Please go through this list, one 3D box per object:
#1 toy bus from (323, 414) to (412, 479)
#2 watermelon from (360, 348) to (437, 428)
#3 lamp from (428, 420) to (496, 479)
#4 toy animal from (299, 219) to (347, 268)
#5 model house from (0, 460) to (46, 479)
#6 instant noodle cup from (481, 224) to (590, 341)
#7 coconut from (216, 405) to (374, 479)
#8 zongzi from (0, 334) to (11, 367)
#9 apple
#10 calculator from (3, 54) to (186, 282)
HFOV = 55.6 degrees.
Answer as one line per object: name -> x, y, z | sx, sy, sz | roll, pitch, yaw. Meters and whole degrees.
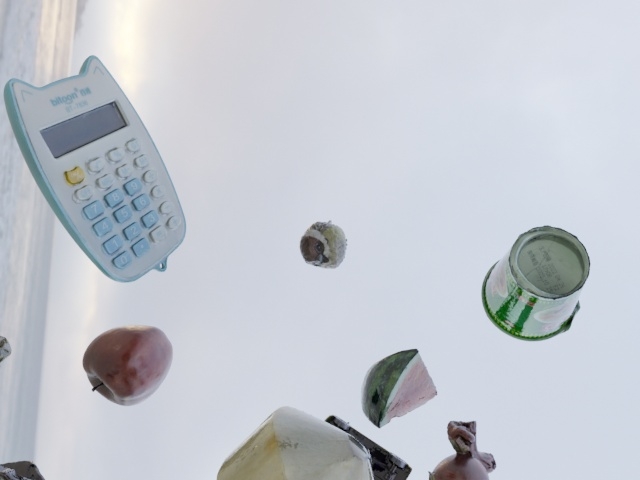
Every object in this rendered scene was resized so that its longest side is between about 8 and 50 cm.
toy bus -> 0.132, 0.729, 2.057 | 0.145, 0.331, 0.151 | -57, 173, -7
watermelon -> 0.181, 0.323, 1.419 | 0.136, 0.202, 0.207 | 42, -69, 33
lamp -> 0.355, 0.602, 1.560 | 0.151, 0.215, 0.223 | -16, -154, 27
toy animal -> 0.000, 0.000, 1.229 | 0.137, 0.098, 0.098 | -109, -147, -51
model house -> -0.585, 0.424, 1.072 | 0.152, 0.166, 0.106 | 60, 15, -54
instant noodle cup -> 0.438, 0.079, 1.212 | 0.232, 0.207, 0.206 | 71, 13, -66
coconut -> -0.038, 0.478, 1.166 | 0.323, 0.323, 0.322 | -175, -90, -66
zongzi -> -0.467, 0.219, 0.649 | 0.248, 0.111, 0.241 | -34, -153, 35
apple -> -0.518, 0.329, 1.633 | 0.234, 0.234, 0.233 | -175, -90, -66
calculator -> -0.365, -0.109, 1.042 | 0.055, 0.256, 0.386 | -17, -71, 32
